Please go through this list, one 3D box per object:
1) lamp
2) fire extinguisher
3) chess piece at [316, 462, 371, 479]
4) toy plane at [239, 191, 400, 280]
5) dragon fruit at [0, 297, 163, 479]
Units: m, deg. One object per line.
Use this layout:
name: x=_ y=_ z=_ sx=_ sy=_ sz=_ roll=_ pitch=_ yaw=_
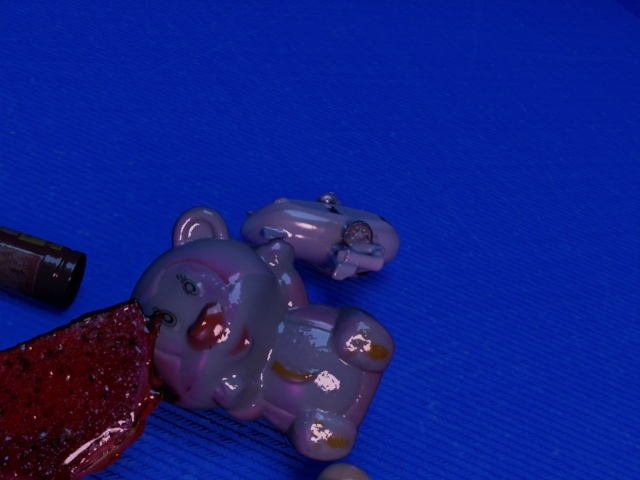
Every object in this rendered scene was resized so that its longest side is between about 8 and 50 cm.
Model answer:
lamp: x=-0.081 y=0.115 z=1.229 sx=0.301 sy=0.247 sz=0.247 roll=24 pitch=2 yaw=-5
fire extinguisher: x=-0.428 y=0.020 z=1.282 sx=0.252 sy=0.075 sz=0.106 roll=18 pitch=34 yaw=-2
chess piece: x=0.009 y=0.303 z=1.095 sx=0.094 sy=0.094 sz=0.170 roll=27 pitch=26 yaw=12
toy plane: x=0.000 y=0.000 z=1.499 sx=0.245 sy=0.117 sz=0.244 roll=13 pitch=15 yaw=-3
dragon fruit: x=-0.269 y=0.162 z=1.087 sx=0.262 sy=0.163 sz=0.189 roll=-24 pitch=15 yaw=-3
